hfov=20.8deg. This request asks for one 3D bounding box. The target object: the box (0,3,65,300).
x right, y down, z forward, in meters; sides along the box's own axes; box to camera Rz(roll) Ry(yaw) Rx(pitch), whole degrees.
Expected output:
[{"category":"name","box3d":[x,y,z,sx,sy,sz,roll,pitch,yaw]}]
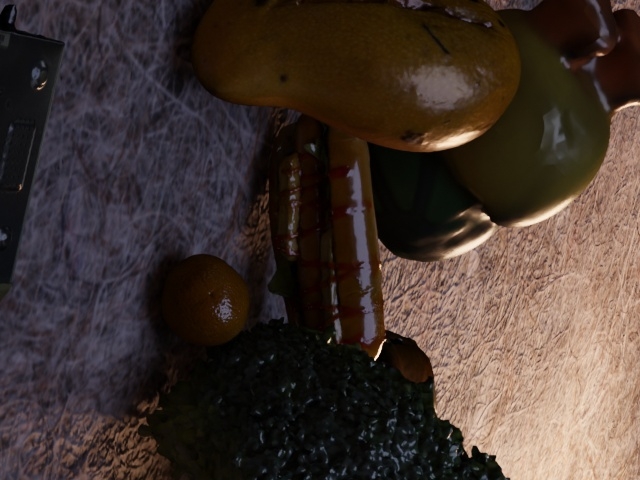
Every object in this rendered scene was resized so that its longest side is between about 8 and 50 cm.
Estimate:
[{"category":"box","box3d":[-0.262,-0.057,1.087,0.270,0.045,0.211,5,100,-65]}]

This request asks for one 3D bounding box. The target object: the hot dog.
[{"category":"hot dog","box3d":[0.000,0.000,1.576,0.076,0.104,0.250,-24,113,-57]}]

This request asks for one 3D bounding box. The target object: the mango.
[{"category":"mango","box3d":[0.037,-0.163,1.448,0.295,0.120,0.177,8,57,-30]}]

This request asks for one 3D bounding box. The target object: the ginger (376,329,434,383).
[{"category":"ginger","box3d":[0.052,0.152,1.783,0.309,0.107,0.133,-4,84,-75]}]

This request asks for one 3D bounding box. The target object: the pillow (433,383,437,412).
[{"category":"pillow","box3d":[0.083,0.241,1.990,0.203,0.038,0.113,-45,142,-47]}]

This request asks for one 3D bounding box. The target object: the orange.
[{"category":"orange","box3d":[-0.096,0.050,1.463,0.085,0.085,0.085,-42,139,-50]}]

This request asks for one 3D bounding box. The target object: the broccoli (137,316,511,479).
[{"category":"broccoli","box3d":[-0.036,0.245,1.529,0.274,0.397,0.353,3,77,-33]}]

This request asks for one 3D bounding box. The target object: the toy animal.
[{"category":"toy animal","box3d":[0.159,-0.100,1.635,0.216,0.338,0.191,37,34,-32]}]

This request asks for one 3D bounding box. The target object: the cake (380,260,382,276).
[{"category":"cake","box3d":[0.029,0.046,1.760,0.084,0.044,0.084,-45,143,-49]}]
